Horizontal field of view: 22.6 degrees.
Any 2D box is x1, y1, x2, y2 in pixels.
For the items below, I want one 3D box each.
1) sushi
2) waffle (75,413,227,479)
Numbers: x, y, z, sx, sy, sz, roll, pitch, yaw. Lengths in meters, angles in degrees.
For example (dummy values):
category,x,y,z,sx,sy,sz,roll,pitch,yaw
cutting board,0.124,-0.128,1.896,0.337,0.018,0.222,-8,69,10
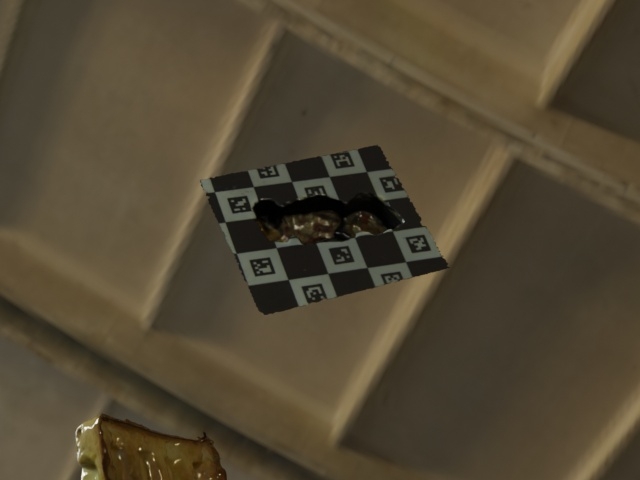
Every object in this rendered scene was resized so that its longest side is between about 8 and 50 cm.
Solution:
category,x,y,z,sx,sy,sz,roll,pitch,yaw
sushi,0.000,0.000,1.697,0.215,0.192,0.050,-12,-37,-20
waffle,-0.234,0.419,2.356,0.078,0.304,0.348,-20,-22,20
